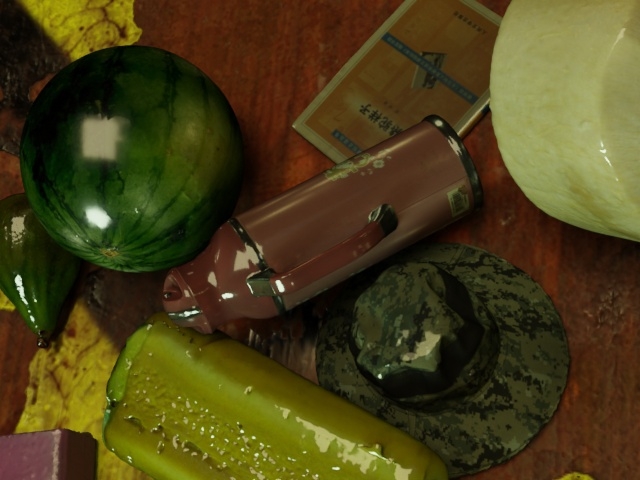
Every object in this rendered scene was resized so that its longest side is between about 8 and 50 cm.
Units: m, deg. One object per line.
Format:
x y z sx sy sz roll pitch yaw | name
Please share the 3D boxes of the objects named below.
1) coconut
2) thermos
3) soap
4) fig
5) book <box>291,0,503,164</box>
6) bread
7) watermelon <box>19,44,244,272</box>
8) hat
0.312 -0.137 1.023 0.323 0.323 0.323 -7 68 18 | coconut
0.000 0.004 1.152 0.330 0.109 0.136 -28 50 -10 | thermos
-0.332 0.333 1.221 0.181 0.081 0.259 -9 67 18 | soap
-0.326 0.033 1.334 0.117 0.117 0.177 0 92 21 | fig
0.104 -0.169 1.288 0.170 0.018 0.241 40 87 28 | book
-0.047 0.205 1.142 0.384 0.112 0.166 24 96 28 | bread
-0.199 -0.087 1.246 0.242 0.242 0.242 -7 68 18 | watermelon
0.098 0.096 1.129 0.266 0.128 0.265 -9 63 19 | hat
